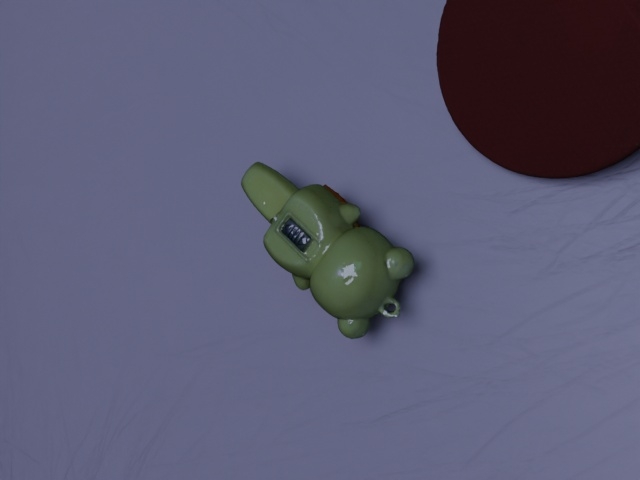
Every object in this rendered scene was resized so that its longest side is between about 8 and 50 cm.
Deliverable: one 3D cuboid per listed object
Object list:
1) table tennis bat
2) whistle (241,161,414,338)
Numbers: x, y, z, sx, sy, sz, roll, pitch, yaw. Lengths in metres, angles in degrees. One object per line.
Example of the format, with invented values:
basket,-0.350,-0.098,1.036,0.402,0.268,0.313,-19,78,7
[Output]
table tennis bat,0.272,-0.221,0.808,0.268,0.051,0.414,57,138,6
whistle,0.000,0.000,1.015,0.288,0.106,0.131,44,110,28
